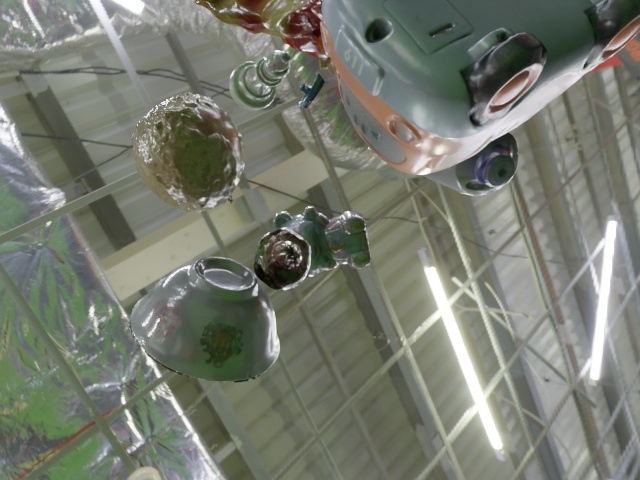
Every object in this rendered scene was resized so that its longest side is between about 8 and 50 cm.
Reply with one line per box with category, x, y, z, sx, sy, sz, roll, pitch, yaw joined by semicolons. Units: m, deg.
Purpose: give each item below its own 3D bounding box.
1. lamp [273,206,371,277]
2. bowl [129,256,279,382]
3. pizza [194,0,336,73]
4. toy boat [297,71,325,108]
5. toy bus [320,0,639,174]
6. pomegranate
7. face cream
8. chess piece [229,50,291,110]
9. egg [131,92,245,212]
lamp;0.000;0.000;1.619;0.301;0.247;0.247;-10;-72;3
bowl;-0.229;0.137;1.095;0.345;0.345;0.157;5;-64;-37
pizza;0.007;-0.344;0.716;0.405;0.440;0.130;-5;-105;0
toy boat;-0.038;-0.512;1.684;0.060;0.137;0.060;34;-142;-15
toy bus;0.137;-0.184;0.487;0.287;0.232;0.194;-30;-106;-17
pomegranate;-0.071;0.041;1.070;0.125;0.163;0.138;34;-109;-32
face cream;0.291;-0.212;1.138;0.234;0.420;0.137;-22;-64;-9
chess piece;-0.147;-0.453;1.353;0.139;0.271;0.139;1;-92;-28
egg;-0.310;-0.201;1.183;0.279;0.310;0.279;4;-120;-6
